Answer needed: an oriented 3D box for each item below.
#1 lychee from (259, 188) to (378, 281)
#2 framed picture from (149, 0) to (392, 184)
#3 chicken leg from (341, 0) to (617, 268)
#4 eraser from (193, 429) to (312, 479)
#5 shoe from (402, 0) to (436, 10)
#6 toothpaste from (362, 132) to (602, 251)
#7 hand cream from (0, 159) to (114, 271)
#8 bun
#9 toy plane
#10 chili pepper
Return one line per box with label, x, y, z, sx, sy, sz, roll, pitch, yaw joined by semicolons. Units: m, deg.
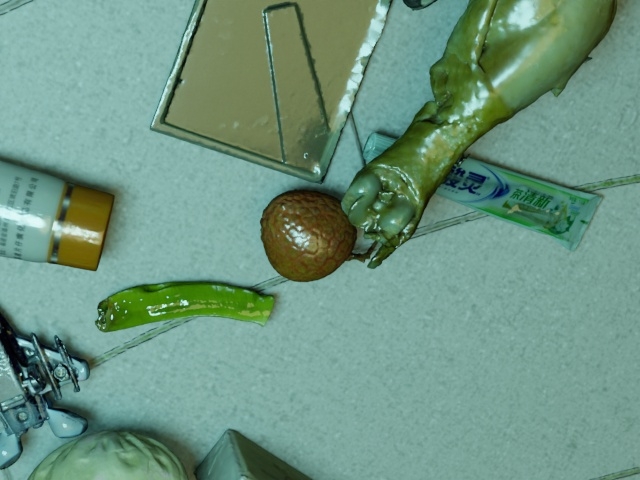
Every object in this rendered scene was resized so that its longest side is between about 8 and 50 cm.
lychee;-0.002;-0.002;1.337;0.140;0.101;0.114;37;88;-14
framed picture;-0.043;-0.215;1.302;0.209;0.019;0.281;19;104;-17
chicken leg;0.157;-0.159;1.264;0.153;0.201;0.429;38;90;20
eraser;0.011;0.359;1.440;0.343;0.144;0.078;36;96;-19
shoe;0.136;-0.352;1.258;0.112;0.099;0.227;36;94;-13
toothpaste;0.186;-0.062;1.389;0.297;0.048;0.074;18;105;-19
hand cream;-0.377;-0.036;1.260;0.314;0.089;0.139;16;103;-12
bun;-0.245;0.277;1.357;0.178;0.193;0.127;-9;85;-33
toy plane;-0.353;0.122;1.320;0.169;0.078;0.246;-22;111;-3
chili pepper;-0.152;0.072;1.364;0.202;0.050;0.051;-1;72;-9
